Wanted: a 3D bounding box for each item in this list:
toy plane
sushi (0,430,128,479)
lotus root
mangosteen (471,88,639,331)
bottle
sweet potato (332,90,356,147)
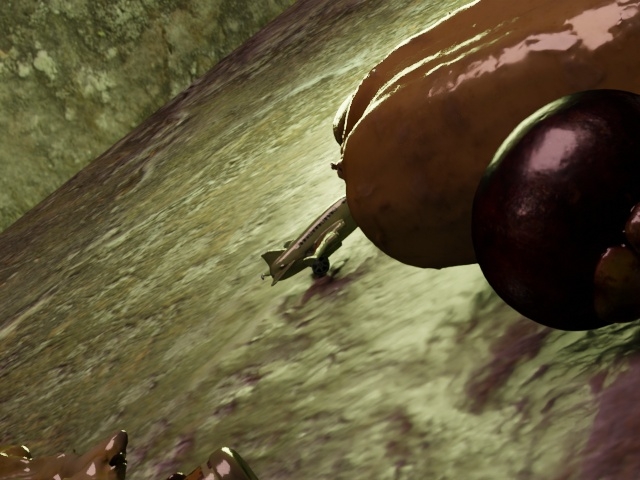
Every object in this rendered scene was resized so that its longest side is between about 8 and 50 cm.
[{"bbox_3d":[0.000,0.000,1.186,0.111,0.040,0.102,-34,16,-4],"label":"toy plane"},{"bbox_3d":[-0.155,0.180,0.769,0.139,0.131,0.291,-37,15,-33],"label":"sushi"},{"bbox_3d":[0.161,-0.087,0.913,0.342,0.151,0.169,-22,33,26],"label":"lotus root"},{"bbox_3d":[0.148,-0.010,0.761,0.140,0.140,0.140,-32,14,9],"label":"mangosteen"},{"bbox_3d":[-0.079,0.161,0.823,0.101,0.047,0.063,-36,5,-1],"label":"bottle"},{"bbox_3d":[0.069,-0.109,1.329,0.075,0.075,0.269,-40,19,-22],"label":"sweet potato"}]
